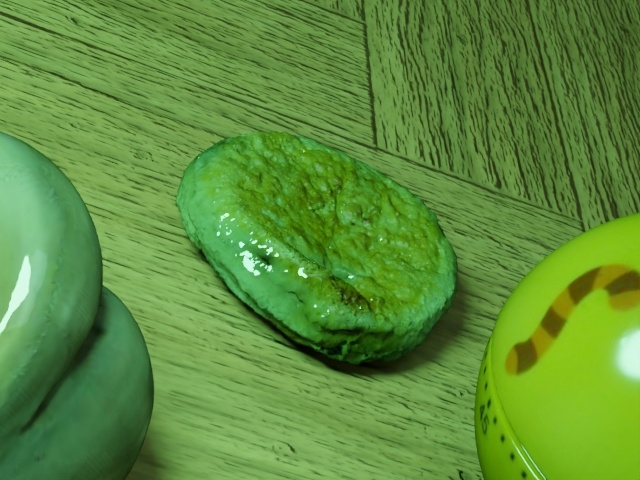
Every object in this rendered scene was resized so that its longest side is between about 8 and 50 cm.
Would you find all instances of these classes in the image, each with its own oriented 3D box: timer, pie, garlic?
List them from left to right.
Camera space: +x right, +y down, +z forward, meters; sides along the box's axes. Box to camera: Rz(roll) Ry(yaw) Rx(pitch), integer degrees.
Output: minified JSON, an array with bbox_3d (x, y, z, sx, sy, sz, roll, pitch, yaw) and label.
[{"bbox_3d":[-0.254,0.061,1.142,0.246,0.231,0.340,-44,50,-11],"label":"garlic"},{"bbox_3d":[0.000,0.000,1.468,0.277,0.078,0.277,25,31,-16],"label":"pie"},{"bbox_3d":[0.310,0.115,1.268,0.376,0.387,0.376,18,38,-14],"label":"timer"}]
